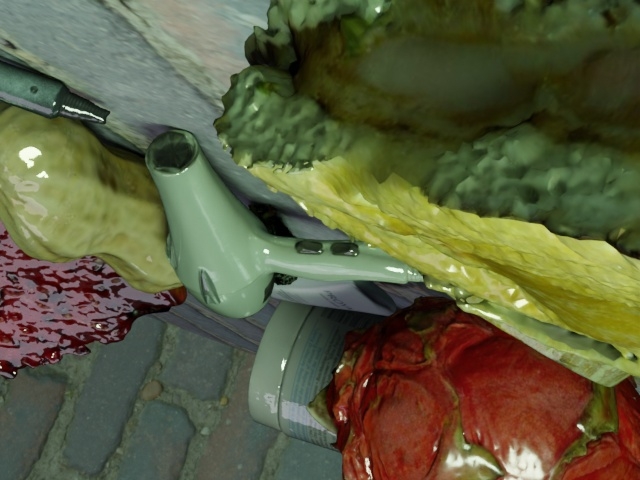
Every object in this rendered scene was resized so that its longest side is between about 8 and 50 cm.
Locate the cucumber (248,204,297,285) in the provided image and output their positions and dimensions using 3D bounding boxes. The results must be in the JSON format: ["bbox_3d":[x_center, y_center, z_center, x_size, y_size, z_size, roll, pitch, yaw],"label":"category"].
[{"bbox_3d":[-0.048,0.002,1.311,0.053,0.053,0.181,19,168,14],"label":"cucumber"}]

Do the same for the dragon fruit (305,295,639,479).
[{"bbox_3d":[0.155,0.190,1.244,0.342,0.277,0.277,22,171,7],"label":"dragon fruit"}]

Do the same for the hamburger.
[{"bbox_3d":[0.125,-0.025,0.475,0.309,0.132,0.211,12,167,47],"label":"hamburger"}]

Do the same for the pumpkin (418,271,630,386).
[{"bbox_3d":[0.133,0.016,0.812,0.217,0.110,0.217,19,176,1],"label":"pumpkin"}]

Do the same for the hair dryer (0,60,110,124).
[{"bbox_3d":[-0.265,-0.127,1.076,0.194,0.050,0.173,22,174,-22],"label":"hair dryer"}]

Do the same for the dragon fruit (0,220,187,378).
[{"bbox_3d":[-0.317,-0.052,1.501,0.286,0.228,0.329,-20,126,27],"label":"dragon fruit"}]

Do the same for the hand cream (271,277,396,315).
[{"bbox_3d":[-0.027,0.042,1.474,0.255,0.048,0.079,10,164,47],"label":"hand cream"}]

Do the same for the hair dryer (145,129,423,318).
[{"bbox_3d":[-0.028,-0.017,1.119,0.267,0.092,0.229,-8,145,30],"label":"hair dryer"}]

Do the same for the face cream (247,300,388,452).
[{"bbox_3d":[0.019,0.156,1.630,0.153,0.177,0.177,17,170,16],"label":"face cream"}]

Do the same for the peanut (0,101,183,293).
[{"bbox_3d":[-0.197,-0.028,1.219,0.111,0.125,0.274,10,165,43],"label":"peanut"}]
